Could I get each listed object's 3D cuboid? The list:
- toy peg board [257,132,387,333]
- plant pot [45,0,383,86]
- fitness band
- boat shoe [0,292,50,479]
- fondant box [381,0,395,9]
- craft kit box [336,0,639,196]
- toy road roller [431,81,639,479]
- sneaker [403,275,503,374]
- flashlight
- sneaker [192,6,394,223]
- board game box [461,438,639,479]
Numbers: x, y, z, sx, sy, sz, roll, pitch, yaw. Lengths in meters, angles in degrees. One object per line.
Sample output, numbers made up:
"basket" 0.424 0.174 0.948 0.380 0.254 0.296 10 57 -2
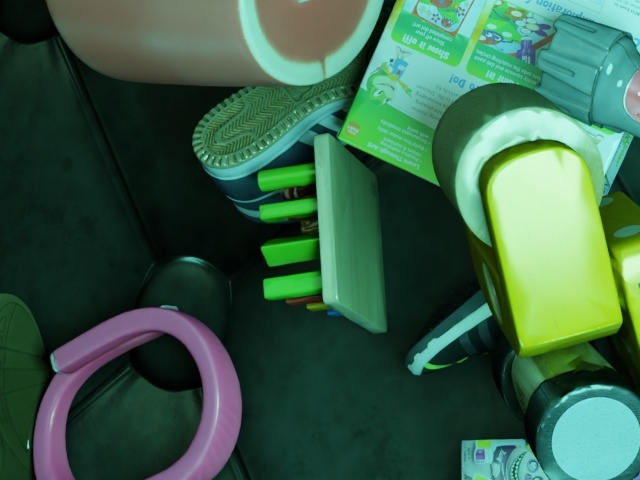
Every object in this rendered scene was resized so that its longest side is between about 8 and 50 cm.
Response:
"toy peg board" 0.000 0.000 1.689 0.079 0.160 0.161 -7 75 17
"plant pot" -0.088 -0.263 1.660 0.243 0.275 0.275 20 93 41
"fitness band" -0.204 0.188 1.892 0.291 0.054 0.209 -28 65 32
"boat shoe" -0.372 0.212 1.990 0.098 0.109 0.302 -10 80 35
"fondant box" 0.084 -0.416 1.718 0.330 0.096 0.238 -43 56 39
"craft kit box" 0.175 -0.153 1.612 0.250 0.061 0.247 27 95 18
"toy road roller" 0.243 0.021 1.417 0.240 0.202 0.330 -18 105 -1
"sneaker" 0.167 0.079 1.600 0.097 0.084 0.234 43 136 -5
"flashlight" 0.324 -0.105 1.461 0.304 0.103 0.103 27 96 24
"sneaker" 0.017 -0.119 1.767 0.282 0.153 0.099 -29 57 -3
"board game box" 0.218 0.343 1.514 0.208 0.056 0.347 -5 77 26
